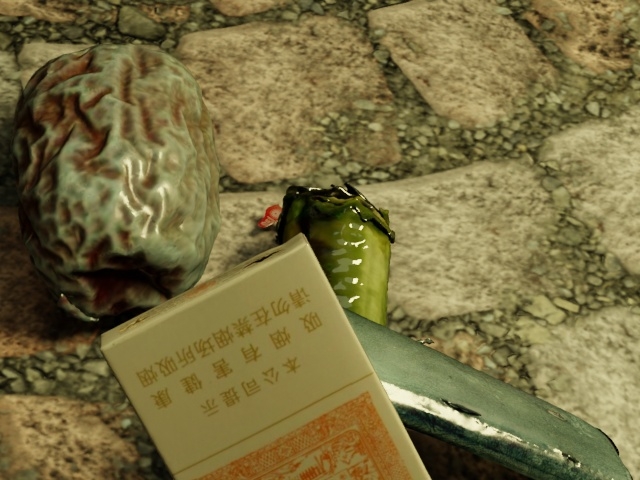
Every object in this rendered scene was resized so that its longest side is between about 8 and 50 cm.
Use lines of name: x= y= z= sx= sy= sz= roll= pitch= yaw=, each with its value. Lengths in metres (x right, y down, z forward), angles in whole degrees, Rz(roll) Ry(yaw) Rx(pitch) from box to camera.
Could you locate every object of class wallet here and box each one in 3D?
wallet: x=0.116 y=0.146 z=1.863 sx=0.379 sy=0.046 sz=0.190 roll=23 pitch=16 yaw=-11

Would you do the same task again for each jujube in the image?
jujube: x=-0.219 y=-0.067 z=2.088 sx=0.226 sy=0.226 sz=0.317 roll=0 pitch=52 yaw=-5

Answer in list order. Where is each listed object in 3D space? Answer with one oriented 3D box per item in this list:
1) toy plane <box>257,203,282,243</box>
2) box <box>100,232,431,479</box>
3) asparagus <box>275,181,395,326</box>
toy plane: x=0.000 y=0.000 z=2.153 sx=0.145 sy=0.037 sz=0.060 roll=32 pitch=62 yaw=18
box: x=-0.022 y=0.198 z=1.737 sx=0.204 sy=0.365 sz=0.051 roll=-27 pitch=15 yaw=1
asparagus: x=0.010 y=0.109 z=1.993 sx=0.128 sy=0.108 sz=0.382 roll=0 pitch=56 yaw=4
